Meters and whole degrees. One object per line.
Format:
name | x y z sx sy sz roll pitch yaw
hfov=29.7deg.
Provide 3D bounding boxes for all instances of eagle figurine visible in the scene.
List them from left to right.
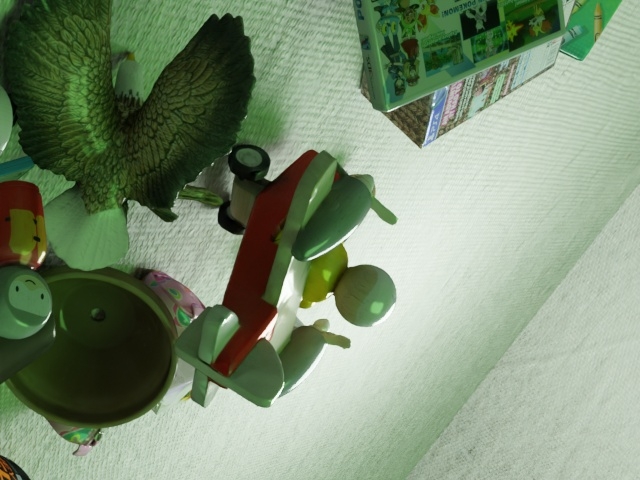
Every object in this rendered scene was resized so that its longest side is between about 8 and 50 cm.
eagle figurine | -0.213 -0.132 1.306 0.226 0.225 0.298 -23 161 -23

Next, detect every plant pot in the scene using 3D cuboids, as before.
plant pot | -0.301 0.123 1.597 0.237 0.237 0.110 -55 -166 22

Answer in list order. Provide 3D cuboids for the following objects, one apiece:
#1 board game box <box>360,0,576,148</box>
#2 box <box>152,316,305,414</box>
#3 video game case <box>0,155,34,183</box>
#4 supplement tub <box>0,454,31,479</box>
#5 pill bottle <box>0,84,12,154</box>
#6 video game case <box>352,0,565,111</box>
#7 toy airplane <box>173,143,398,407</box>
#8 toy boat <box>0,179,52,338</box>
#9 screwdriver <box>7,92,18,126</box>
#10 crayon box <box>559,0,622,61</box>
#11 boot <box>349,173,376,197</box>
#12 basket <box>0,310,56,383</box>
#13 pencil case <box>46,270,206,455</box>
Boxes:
board game box | 0.220 -0.312 1.747 0.291 0.141 0.232 -32 153 -26
box | -0.166 0.198 2.049 0.324 0.067 0.063 -23 149 -41
video game case | -0.391 -0.038 1.274 0.166 0.015 0.119 -29 178 42
supplement tub | -0.506 0.365 1.606 0.207 0.207 0.338 -42 157 -6
pill bottle | -0.391 -0.128 1.100 0.121 0.121 0.221 -50 155 11
video game case | 0.173 -0.356 1.525 0.329 0.036 0.300 -26 117 -29
toy airplane | -0.032 0.067 1.614 0.386 0.272 0.385 -118 -137 -87
toy boat | -0.407 0.019 1.100 0.318 0.148 0.267 -1 160 -9
screwdriver | -0.335 -0.100 1.231 0.170 0.024 0.025 -84 -170 -53
crayon box | 0.443 -0.436 1.875 0.278 0.081 0.165 -61 -173 31
boot | 0.000 0.000 2.008 0.248 0.090 0.207 -45 168 -2
basket | -0.437 0.120 1.401 0.226 0.154 0.204 -31 137 -38
pencil case | -0.289 0.177 1.756 0.284 0.124 0.124 -48 156 6
